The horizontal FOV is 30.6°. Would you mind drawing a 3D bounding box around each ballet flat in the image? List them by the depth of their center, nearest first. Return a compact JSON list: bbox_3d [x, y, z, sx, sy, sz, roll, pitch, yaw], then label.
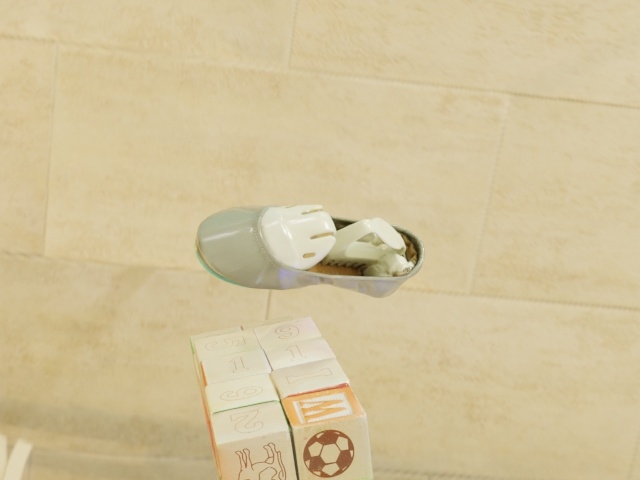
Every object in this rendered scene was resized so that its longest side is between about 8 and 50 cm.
[{"bbox_3d":[0.000,0.000,0.890,0.213,0.072,0.068,9,144,-46],"label":"ballet flat"}]

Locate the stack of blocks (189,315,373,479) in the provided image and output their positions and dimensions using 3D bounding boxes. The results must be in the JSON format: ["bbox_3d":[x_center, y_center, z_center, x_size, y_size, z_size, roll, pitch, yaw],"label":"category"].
[{"bbox_3d":[-0.031,0.146,0.815,0.087,0.297,0.171,-10,106,-8],"label":"stack of blocks"}]
